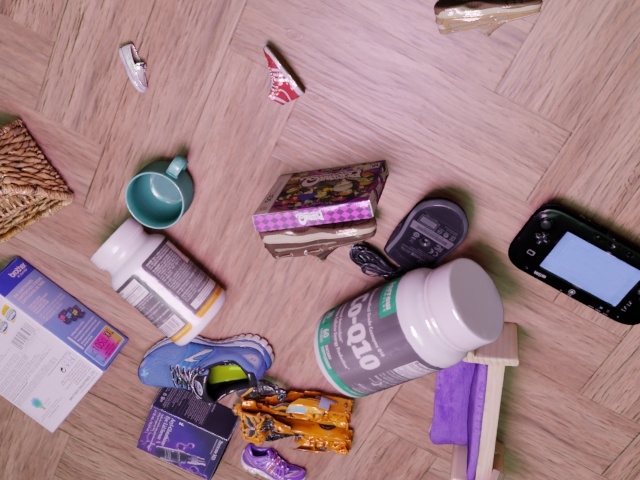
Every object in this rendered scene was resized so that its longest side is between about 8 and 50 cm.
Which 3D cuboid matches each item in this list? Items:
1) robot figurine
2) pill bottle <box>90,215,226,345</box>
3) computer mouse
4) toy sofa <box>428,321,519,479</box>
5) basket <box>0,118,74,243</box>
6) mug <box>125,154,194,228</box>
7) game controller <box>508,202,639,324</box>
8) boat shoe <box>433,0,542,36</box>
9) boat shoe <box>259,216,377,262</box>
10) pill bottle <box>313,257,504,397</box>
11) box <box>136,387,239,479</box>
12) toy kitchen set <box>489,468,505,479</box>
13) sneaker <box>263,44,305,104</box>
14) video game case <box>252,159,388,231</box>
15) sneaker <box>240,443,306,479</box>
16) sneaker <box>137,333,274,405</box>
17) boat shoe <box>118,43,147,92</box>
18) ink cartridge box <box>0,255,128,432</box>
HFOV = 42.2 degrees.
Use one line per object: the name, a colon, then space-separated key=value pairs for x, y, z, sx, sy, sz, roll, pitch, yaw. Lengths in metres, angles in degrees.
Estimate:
robot figurine: x=-0.070 y=0.421 z=1.948 sx=0.291 sy=0.085 sz=0.211 roll=4 pitch=130 yaw=9
pill bottle: x=-0.355 y=0.087 z=1.817 sx=0.278 sy=0.162 sz=0.162 roll=44 pitch=117 yaw=-9
computer mouse: x=0.200 y=-0.006 z=1.698 sx=0.188 sy=0.072 sz=0.272 roll=35 pitch=131 yaw=-8
toy sofa: x=0.325 y=0.353 z=1.798 sx=0.177 sy=0.150 sz=0.363 roll=5 pitch=117 yaw=9
basket: x=-0.730 y=-0.084 z=1.788 sx=0.299 sy=0.213 sz=0.223 roll=-24 pitch=108 yaw=23
mug: x=-0.321 y=-0.106 z=1.747 sx=0.157 sy=0.097 sz=0.129 roll=-18 pitch=111 yaw=20
game controller: x=0.537 y=0.050 z=1.643 sx=0.319 sy=0.067 sz=0.166 roll=28 pitch=119 yaw=-1
boat shoe: x=0.300 y=-0.400 z=1.478 sx=0.190 sy=0.068 sz=0.072 roll=2 pitch=129 yaw=23
boat shoe: x=0.003 y=-0.004 z=1.733 sx=0.257 sy=0.095 sz=0.095 roll=-2 pitch=122 yaw=26
pill bottle: x=0.174 y=0.176 z=1.670 sx=0.361 sy=0.204 sz=0.204 roll=-30 pitch=107 yaw=39
box: x=-0.322 y=0.465 z=2.030 sx=0.207 sy=0.108 sz=0.153 roll=24 pitch=119 yaw=1
toy kitchen set: x=0.351 y=0.523 z=1.781 sx=0.083 sy=0.075 sz=0.068 roll=13 pitch=167 yaw=40
sneaker: x=-0.090 y=-0.318 z=1.617 sx=0.067 sy=0.042 sz=0.118 roll=-31 pitch=108 yaw=21
video game case: x=0.005 y=-0.088 z=1.616 sx=0.232 sy=0.210 sz=0.042 roll=-7 pitch=114 yaw=17
sneaker: x=-0.115 y=0.554 z=2.052 sx=0.170 sy=0.068 sz=0.071 roll=19 pitch=113 yaw=4
sneaker: x=-0.280 y=0.298 z=1.914 sx=0.330 sy=0.147 sz=0.130 roll=-8 pitch=114 yaw=18
boat shoe: x=-0.370 y=-0.349 z=1.673 sx=0.035 sy=0.035 sz=0.100 roll=-16 pitch=105 yaw=23
ink cartridge box: x=-0.704 y=0.230 z=1.977 sx=0.395 sy=0.151 sz=0.270 roll=38 pitch=118 yaw=-9
